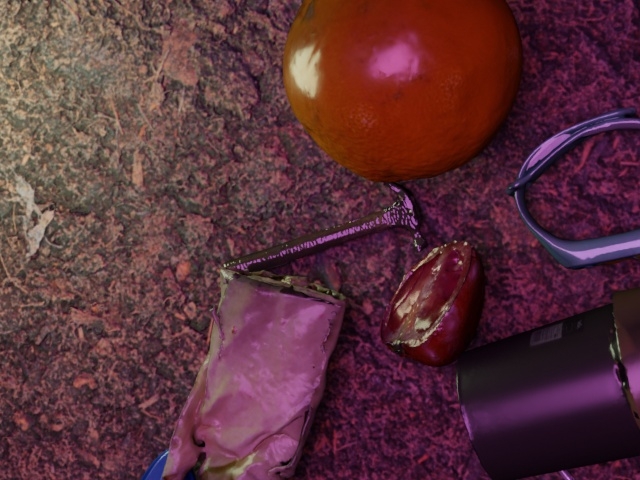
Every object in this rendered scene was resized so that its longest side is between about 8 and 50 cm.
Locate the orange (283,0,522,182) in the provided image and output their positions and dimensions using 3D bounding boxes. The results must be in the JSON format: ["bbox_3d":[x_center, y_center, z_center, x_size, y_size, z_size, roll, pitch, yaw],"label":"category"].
[{"bbox_3d":[0.105,-0.221,1.756,0.312,0.312,0.312,0,89,19],"label":"orange"}]

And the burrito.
[{"bbox_3d":[-0.088,0.203,1.900,0.190,0.135,0.332,17,97,7],"label":"burrito"}]

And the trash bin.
[{"bbox_3d":[0.353,0.180,1.709,0.334,0.214,0.214,-20,83,18],"label":"trash bin"}]

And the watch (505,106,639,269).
[{"bbox_3d":[0.362,-0.063,1.787,0.237,0.068,0.195,-14,84,17],"label":"watch"}]

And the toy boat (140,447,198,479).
[{"bbox_3d":[-0.223,0.436,1.968,0.129,0.088,0.295,9,94,19],"label":"toy boat"}]

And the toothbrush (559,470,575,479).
[{"bbox_3d":[0.282,0.265,1.839,0.162,0.014,0.017,49,123,12],"label":"toothbrush"}]

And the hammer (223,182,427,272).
[{"bbox_3d":[0.000,0.000,1.932,0.297,0.027,0.125,-20,84,18],"label":"hammer"}]

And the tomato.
[{"bbox_3d":[0.167,0.092,1.813,0.099,0.189,0.173,38,75,-19],"label":"tomato"}]
